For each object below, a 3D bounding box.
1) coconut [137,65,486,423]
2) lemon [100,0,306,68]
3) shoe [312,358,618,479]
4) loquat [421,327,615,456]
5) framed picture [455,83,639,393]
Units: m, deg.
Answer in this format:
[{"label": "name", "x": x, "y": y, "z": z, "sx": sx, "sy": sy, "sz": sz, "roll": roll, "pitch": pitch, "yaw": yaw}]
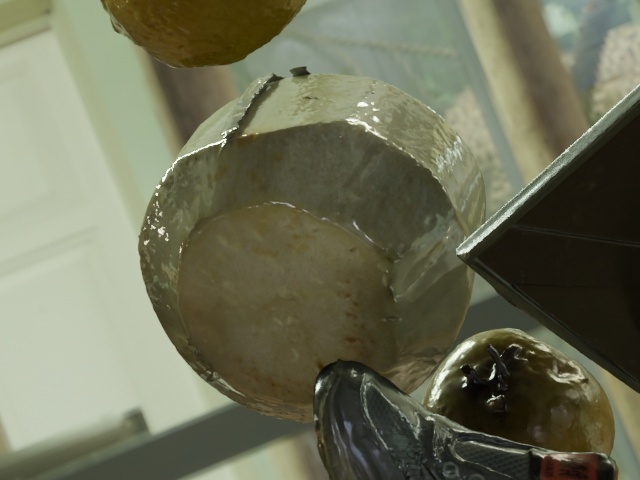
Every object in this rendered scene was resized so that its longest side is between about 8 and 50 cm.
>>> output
[{"label": "coconut", "x": 0.000, "y": 0.000, "z": 1.520, "sx": 0.323, "sy": 0.323, "sz": 0.323, "roll": -22, "pitch": -2, "yaw": -1}, {"label": "lemon", "x": -0.090, "y": -0.231, "z": 1.362, "sx": 0.193, "sy": 0.180, "sz": 0.180, "roll": -47, "pitch": -1, "yaw": -1}, {"label": "shoe", "x": 0.142, "y": 0.203, "z": 1.308, "sx": 0.171, "sy": 0.336, "sz": 0.132, "roll": -35, "pitch": 14, "yaw": 22}, {"label": "loquat", "x": 0.203, "y": 0.199, "z": 1.783, "sx": 0.213, "sy": 0.213, "sz": 0.213, "roll": -22, "pitch": -2, "yaw": -1}, {"label": "framed picture", "x": 0.249, "y": 0.015, "z": 1.234, "sx": 0.189, "sy": 0.260, "sz": 0.023, "roll": -43, "pitch": 33, "yaw": 19}]
